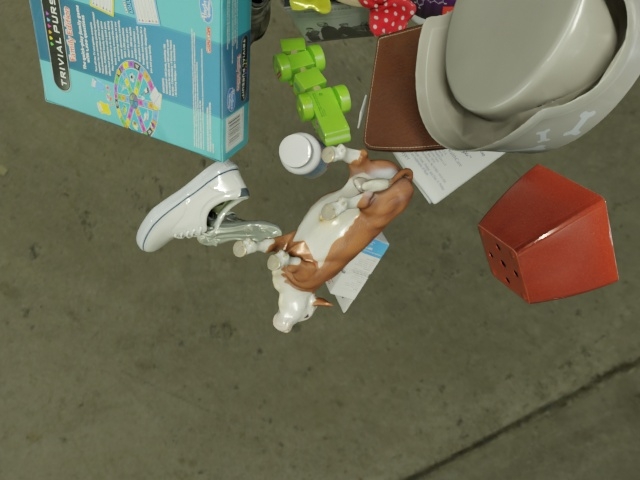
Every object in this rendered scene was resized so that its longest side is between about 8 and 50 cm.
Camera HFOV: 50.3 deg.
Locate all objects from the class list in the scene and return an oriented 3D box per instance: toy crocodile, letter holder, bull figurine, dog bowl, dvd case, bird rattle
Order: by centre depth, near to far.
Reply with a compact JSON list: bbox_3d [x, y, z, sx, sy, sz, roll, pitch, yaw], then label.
[{"bbox_3d":[0.247,-0.261,0.792,0.102,0.349,0.349,12,114,-24],"label":"dog bowl"},{"bbox_3d":[0.000,0.000,0.957,0.310,0.101,0.188,-49,151,16],"label":"bull figurine"},{"bbox_3d":[0.232,-0.229,1.092,0.152,0.301,0.215,15,82,-39],"label":"letter holder"},{"bbox_3d":[0.063,-0.487,1.291,0.253,0.207,0.143,27,74,12],"label":"bird rattle"},{"bbox_3d":[0.031,-0.503,1.542,0.179,0.238,0.030,-2,88,11],"label":"dvd case"},{"bbox_3d":[-0.022,-0.350,1.581,0.115,0.341,0.105,-20,154,-15],"label":"toy crocodile"}]

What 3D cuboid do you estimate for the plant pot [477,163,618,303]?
[{"bbox_3d":[0.565,0.004,1.755,0.235,0.267,0.267,-28,121,-8],"label":"plant pot"}]

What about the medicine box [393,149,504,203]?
[{"bbox_3d":[0.284,-0.246,1.382,0.289,0.263,0.149,-36,106,13],"label":"medicine box"}]

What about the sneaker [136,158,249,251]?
[{"bbox_3d":[-0.242,-0.043,1.274,0.258,0.094,0.091,-38,74,22],"label":"sneaker"}]

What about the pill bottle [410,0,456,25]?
[{"bbox_3d":[0.295,-0.616,1.578,0.181,0.182,0.323,-9,135,-5],"label":"pill bottle"}]

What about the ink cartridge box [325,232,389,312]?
[{"bbox_3d":[0.055,0.044,1.374,0.060,0.104,0.180,19,115,-28],"label":"ink cartridge box"}]

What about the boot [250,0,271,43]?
[{"bbox_3d":[-0.114,-0.447,1.267,0.083,0.247,0.161,28,135,-15],"label":"boot"}]

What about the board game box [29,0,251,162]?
[{"bbox_3d":[-0.263,-0.286,0.991,0.335,0.079,0.254,21,130,18],"label":"board game box"}]

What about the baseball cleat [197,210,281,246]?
[{"bbox_3d":[-0.194,-0.039,1.636,0.205,0.109,0.072,-1,132,2],"label":"baseball cleat"}]

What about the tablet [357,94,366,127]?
[{"bbox_3d":[0.110,-0.341,1.802,0.006,0.083,0.054,13,136,5],"label":"tablet"}]

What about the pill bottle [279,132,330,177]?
[{"bbox_3d":[-0.034,-0.177,1.414,0.087,0.160,0.087,0,91,11],"label":"pill bottle"}]
